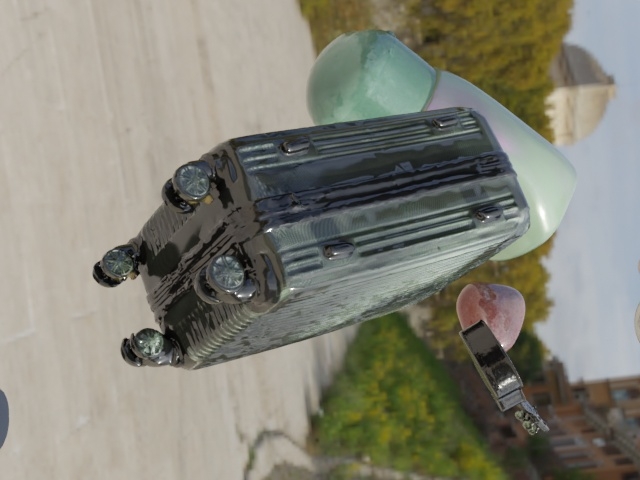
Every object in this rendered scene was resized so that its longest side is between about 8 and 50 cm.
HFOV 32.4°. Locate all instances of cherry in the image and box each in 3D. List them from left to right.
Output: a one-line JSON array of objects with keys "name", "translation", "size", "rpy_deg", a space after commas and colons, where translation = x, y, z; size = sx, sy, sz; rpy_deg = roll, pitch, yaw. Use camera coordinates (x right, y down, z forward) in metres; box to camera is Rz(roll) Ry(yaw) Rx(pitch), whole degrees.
[{"name": "cherry", "translation": [0.269, 0.116, 1.710], "size": [0.087, 0.106, 0.126], "rpy_deg": [85, -9, -57]}]

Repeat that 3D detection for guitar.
[{"name": "guitar", "translation": [0.213, 0.171, 1.242], "size": [0.084, 0.038, 0.271], "rpy_deg": [63, 6, 34]}]

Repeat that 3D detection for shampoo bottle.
[{"name": "shampoo bottle", "translation": [0.137, -0.125, 1.359], "size": [0.151, 0.349, 0.222], "rpy_deg": [-60, -162, -19]}]

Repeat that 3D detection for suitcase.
[{"name": "suitcase", "translation": [0.000, 0.000, 0.863], "size": [0.202, 0.312, 0.128], "rpy_deg": [-39, -111, 51]}]

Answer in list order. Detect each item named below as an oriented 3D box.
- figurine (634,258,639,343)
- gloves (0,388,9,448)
[{"name": "figurine", "translation": [0.510, 0.091, 1.462], "size": [0.145, 0.181, 0.257], "rpy_deg": [-67, 171, -49]}, {"name": "gloves", "translation": [-0.506, 0.240, 1.428], "size": [0.164, 0.203, 0.124], "rpy_deg": [-86, 163, -51]}]
